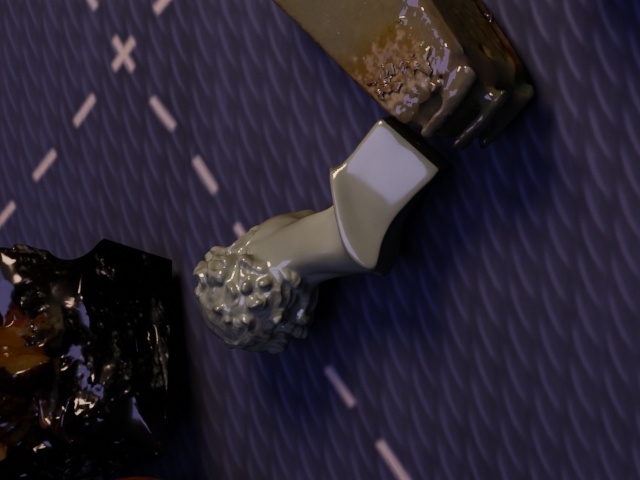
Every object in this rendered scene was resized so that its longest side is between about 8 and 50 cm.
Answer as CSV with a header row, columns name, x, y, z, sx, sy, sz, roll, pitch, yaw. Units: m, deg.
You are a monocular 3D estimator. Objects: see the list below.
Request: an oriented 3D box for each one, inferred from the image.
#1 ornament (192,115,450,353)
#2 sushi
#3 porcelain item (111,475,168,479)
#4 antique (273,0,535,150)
name,x,y,z,sx,sy,sz,roll,pitch,yaw
ornament,0.000,0.004,1.253,0.285,0.130,0.120,-38,86,31
sushi,-0.292,0.128,1.397,0.227,0.212,0.215,-29,51,43
porcelain item,-0.174,0.358,1.325,0.253,0.253,0.252,3,96,35
antique,0.062,-0.198,1.193,0.150,0.125,0.284,-48,67,28
